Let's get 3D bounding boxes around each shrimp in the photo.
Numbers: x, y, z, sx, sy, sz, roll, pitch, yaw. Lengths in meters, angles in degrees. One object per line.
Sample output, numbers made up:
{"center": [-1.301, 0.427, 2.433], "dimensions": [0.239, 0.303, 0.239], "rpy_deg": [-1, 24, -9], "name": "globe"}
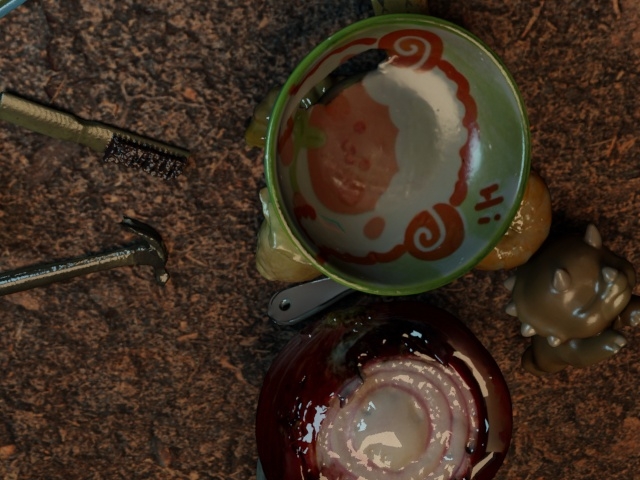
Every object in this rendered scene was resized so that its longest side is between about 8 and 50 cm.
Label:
{"center": [0.188, -0.049, 1.815], "dimensions": [0.287, 0.063, 0.152], "rpy_deg": [19, 92, -31], "name": "shrimp"}

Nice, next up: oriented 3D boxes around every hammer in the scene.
{"center": [-0.344, 0.044, 1.815], "dimensions": [0.297, 0.027, 0.125], "rpy_deg": [-13, 131, -3], "name": "hammer"}

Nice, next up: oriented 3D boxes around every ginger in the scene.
{"center": [0.004, -0.001, 1.835], "dimensions": [0.193, 0.115, 0.122], "rpy_deg": [-2, 151, -22], "name": "ginger"}

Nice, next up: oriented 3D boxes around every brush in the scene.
{"center": [0.077, 0.053, 1.909], "dimensions": [0.313, 0.072, 0.067], "rpy_deg": [-23, 144, 6], "name": "brush"}
{"center": [-0.271, -0.122, 1.690], "dimensions": [0.248, 0.036, 0.043], "rpy_deg": [19, 118, -27], "name": "brush"}

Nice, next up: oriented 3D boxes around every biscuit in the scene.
{"center": [0.001, -0.145, 1.726], "dimensions": [0.183, 0.061, 0.118], "rpy_deg": [0, 127, -14], "name": "biscuit"}

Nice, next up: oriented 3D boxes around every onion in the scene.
{"center": [0.071, 0.228, 1.891], "dimensions": [0.341, 0.341, 0.341], "rpy_deg": [-7, 130, -9], "name": "onion"}

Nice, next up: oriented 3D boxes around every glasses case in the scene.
{"center": [0.110, -0.236, 1.691], "dimensions": [0.064, 0.041, 0.170], "rpy_deg": [-10, 133, 12], "name": "glasses case"}

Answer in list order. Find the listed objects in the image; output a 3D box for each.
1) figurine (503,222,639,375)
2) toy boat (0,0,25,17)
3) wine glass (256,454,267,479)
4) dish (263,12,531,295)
{"center": [0.332, 0.076, 1.932], "dimensions": [0.177, 0.247, 0.173], "rpy_deg": [-43, 92, -8], "name": "figurine"}
{"center": [-0.380, -0.277, 1.470], "dimensions": [0.332, 0.133, 0.145], "rpy_deg": [-32, 128, 12], "name": "toy boat"}
{"center": [0.007, 0.356, 2.107], "dimensions": [0.204, 0.111, 0.111], "rpy_deg": [1, 128, -11], "name": "wine glass"}
{"center": [0.076, -0.105, 1.662], "dimensions": [0.324, 0.124, 0.324], "rpy_deg": [-3, 100, -17], "name": "dish"}
